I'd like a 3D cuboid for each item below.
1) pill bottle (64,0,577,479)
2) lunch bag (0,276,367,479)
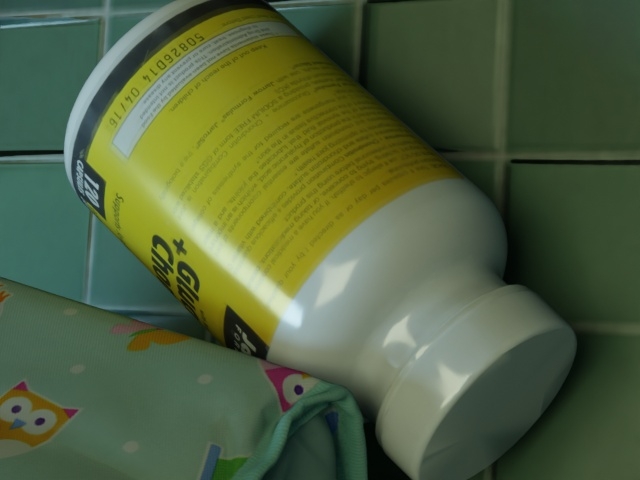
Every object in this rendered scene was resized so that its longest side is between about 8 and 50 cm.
[{"bbox_3d":[0.000,0.000,0.691,0.184,0.103,0.103,44,106,27],"label":"pill bottle"},{"bbox_3d":[-0.099,0.155,0.697,0.223,0.160,0.262,14,128,30],"label":"lunch bag"}]
